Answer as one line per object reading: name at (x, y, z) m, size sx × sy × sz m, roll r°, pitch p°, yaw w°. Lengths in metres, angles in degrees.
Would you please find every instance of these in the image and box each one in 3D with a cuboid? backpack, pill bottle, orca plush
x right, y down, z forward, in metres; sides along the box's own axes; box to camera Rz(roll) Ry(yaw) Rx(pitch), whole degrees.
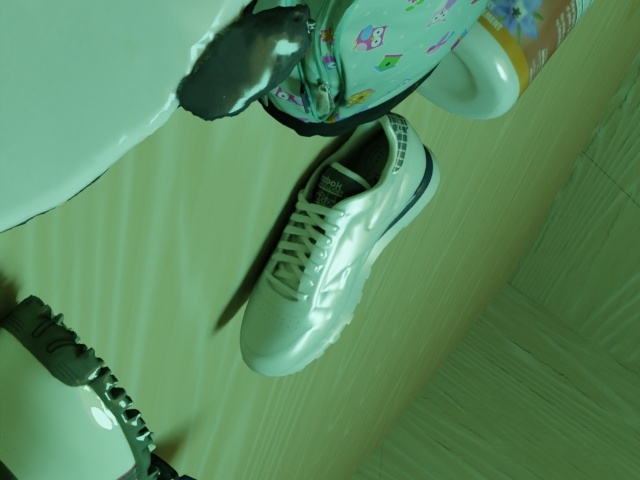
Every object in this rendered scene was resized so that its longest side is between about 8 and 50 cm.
backpack at (0.017, -0.135, 0.578) m, size 0.152 × 0.115 × 0.182 m, roll -50°, pitch 164°, yaw -10°
pill bottle at (0.139, -0.199, 0.841) m, size 0.216 × 0.121 × 0.121 m, roll -52°, pitch 167°, yaw -16°
orca plush at (-0.068, -0.142, 0.398) m, size 0.151 × 0.102 × 0.287 m, roll 9°, pitch 113°, yaw -25°

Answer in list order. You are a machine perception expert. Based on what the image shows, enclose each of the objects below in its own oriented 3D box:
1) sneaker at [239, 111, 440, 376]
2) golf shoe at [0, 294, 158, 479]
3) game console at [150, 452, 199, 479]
sneaker at (0.000, 0.000, 0.969) m, size 0.235 × 0.090 × 0.095 m, roll -58°, pitch 155°, yaw -2°
golf shoe at (-0.166, 0.141, 0.655) m, size 0.120 × 0.105 × 0.273 m, roll -36°, pitch 158°, yaw -37°
game console at (-0.167, 0.344, 0.997) m, size 0.293 × 0.173 × 0.250 m, roll -59°, pitch 167°, yaw 14°
